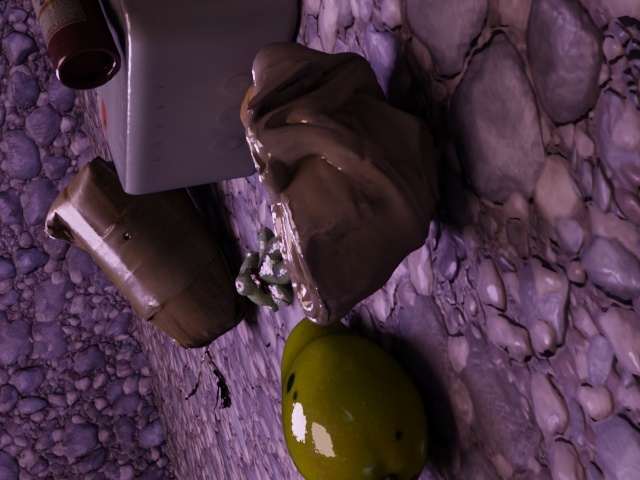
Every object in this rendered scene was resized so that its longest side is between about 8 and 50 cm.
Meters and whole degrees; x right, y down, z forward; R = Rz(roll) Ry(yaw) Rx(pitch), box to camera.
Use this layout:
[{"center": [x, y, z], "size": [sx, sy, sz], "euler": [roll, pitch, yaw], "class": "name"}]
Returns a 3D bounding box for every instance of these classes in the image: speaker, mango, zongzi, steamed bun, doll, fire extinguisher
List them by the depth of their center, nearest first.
[{"center": [0.028, -0.062, 0.774], "size": [0.218, 0.144, 0.211], "euler": [-86, -19, -56], "class": "steamed bun"}, {"center": [0.022, 0.173, 0.986], "size": [0.293, 0.143, 0.175], "euler": [-129, 30, -69], "class": "mango"}, {"center": [-0.278, -0.283, 1.016], "size": [0.099, 0.071, 0.231], "euler": [-42, 61, 38], "class": "fire extinguisher"}, {"center": [-0.166, -0.216, 1.129], "size": [0.406, 0.184, 0.183], "euler": [114, 137, -61], "class": "speaker"}, {"center": [-0.072, 0.039, 1.251], "size": [0.150, 0.078, 0.115], "euler": [-46, 62, 58], "class": "doll"}, {"center": [-0.223, 0.037, 1.620], "size": [0.447, 0.181, 0.418], "euler": [50, -163, -3], "class": "zongzi"}]

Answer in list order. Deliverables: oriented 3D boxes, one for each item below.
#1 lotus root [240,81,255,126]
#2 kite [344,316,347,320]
[{"center": [-0.054, -0.148, 1.045], "size": [0.072, 0.063, 0.152], "euler": [44, 161, 2], "class": "lotus root"}, {"center": [0.000, 0.000, 1.099], "size": [0.183, 0.010, 0.160], "euler": [-140, 43, -64], "class": "kite"}]
